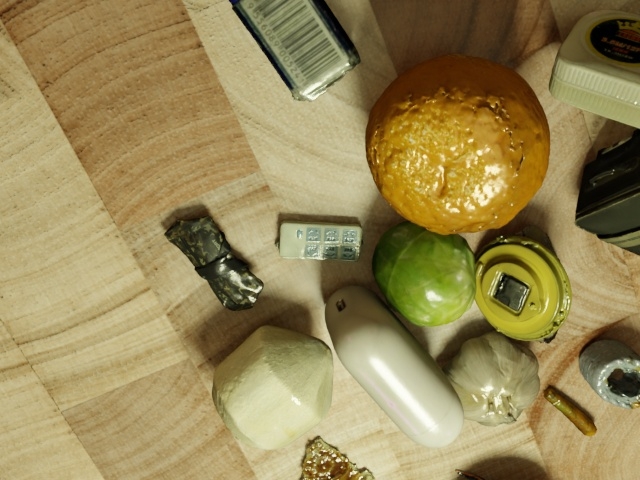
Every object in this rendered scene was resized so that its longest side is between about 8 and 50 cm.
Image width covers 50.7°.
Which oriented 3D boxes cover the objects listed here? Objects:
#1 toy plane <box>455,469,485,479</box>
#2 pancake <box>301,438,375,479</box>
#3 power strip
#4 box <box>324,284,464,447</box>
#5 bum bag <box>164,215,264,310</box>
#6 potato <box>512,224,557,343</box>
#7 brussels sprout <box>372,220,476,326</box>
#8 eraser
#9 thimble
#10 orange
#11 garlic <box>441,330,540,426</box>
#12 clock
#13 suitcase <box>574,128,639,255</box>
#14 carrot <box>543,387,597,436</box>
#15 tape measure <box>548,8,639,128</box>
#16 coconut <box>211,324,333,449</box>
[{"bbox_3d":[0.420,0.621,1.679,0.188,0.062,0.135,20,129,-7],"label":"toy plane"},{"bbox_3d":[0.000,0.601,1.648,0.266,0.057,0.244,-17,108,3],"label":"pancake"},{"bbox_3d":[0.000,0.000,1.458,0.192,0.035,0.081,3,108,-5],"label":"power strip"},{"bbox_3d":[0.149,0.258,1.420,0.141,0.289,0.349,-40,106,3],"label":"box"},{"bbox_3d":[-0.219,0.047,1.442,0.102,0.069,0.248,-30,108,30],"label":"bum bag"},{"bbox_3d":[0.465,0.090,1.505,0.120,0.100,0.261,-16,96,-39],"label":"potato"},{"bbox_3d":[0.216,0.072,1.403,0.244,0.244,0.244,-1,109,-3],"label":"brussels sprout"},{"bbox_3d":[-0.072,-0.431,1.275,0.155,0.101,0.332,-34,106,9],"label":"eraser"},{"bbox_3d":[0.685,0.305,1.560,0.151,0.118,0.127,33,103,-12],"label":"thimble"},{"bbox_3d":[0.256,-0.182,1.271,0.340,0.293,0.341,11,121,18],"label":"orange"},{"bbox_3d":[0.388,0.323,1.531,0.228,0.152,0.228,0,105,1],"label":"garlic"},{"bbox_3d":[0.411,0.107,1.433,0.057,0.237,0.237,-17,116,-44],"label":"clock"},{"bbox_3d":[0.744,-0.054,1.359,0.434,0.283,0.194,22,72,-9],"label":"suitcase"},{"bbox_3d":[0.603,0.414,1.634,0.170,0.042,0.042,39,102,-12],"label":"carrot"},{"bbox_3d":[0.595,-0.320,1.276,0.271,0.231,0.133,26,147,24],"label":"tape measure"},{"bbox_3d":[-0.088,0.305,1.449,0.266,0.237,0.237,-44,106,8],"label":"coconut"}]
